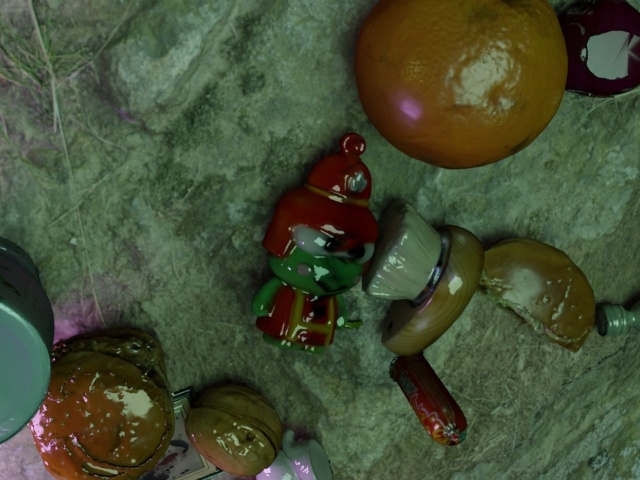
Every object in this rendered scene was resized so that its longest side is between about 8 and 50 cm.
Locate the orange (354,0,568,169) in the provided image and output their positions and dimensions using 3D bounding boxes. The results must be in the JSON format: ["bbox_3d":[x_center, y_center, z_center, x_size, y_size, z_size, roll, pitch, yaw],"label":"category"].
[{"bbox_3d":[0.205,-0.256,1.175,0.312,0.312,0.312,-5,110,-14],"label":"orange"}]

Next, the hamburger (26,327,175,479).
[{"bbox_3d":[-0.340,0.250,1.257,0.245,0.211,0.260,39,98,-15],"label":"hamburger"}]

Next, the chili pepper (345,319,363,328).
[{"bbox_3d":[0.039,0.139,1.425,0.083,0.017,0.030,35,95,-23],"label":"chili pepper"}]

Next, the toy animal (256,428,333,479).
[{"bbox_3d":[-0.092,0.433,1.461,0.221,0.131,0.104,-26,157,18],"label":"toy animal"}]

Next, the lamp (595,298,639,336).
[{"bbox_3d":[0.638,0.148,1.560,0.193,0.106,0.106,-3,110,-5],"label":"lamp"}]

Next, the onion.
[{"bbox_3d":[0.473,-0.346,1.322,0.195,0.140,0.218,4,104,-10],"label":"onion"}]

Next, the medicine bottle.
[{"bbox_3d":[-0.500,0.125,1.117,0.245,0.290,0.245,-6,110,-16],"label":"medicine bottle"}]

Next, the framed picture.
[{"bbox_3d":[-0.286,0.372,1.418,0.195,0.010,0.199,-21,113,-8],"label":"framed picture"}]

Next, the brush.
[{"bbox_3d":[0.148,0.077,1.361,0.166,0.174,0.266,21,113,-12],"label":"brush"}]

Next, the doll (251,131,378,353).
[{"bbox_3d":[0.000,0.001,1.287,0.182,0.160,0.363,14,102,-28],"label":"doll"}]

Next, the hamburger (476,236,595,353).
[{"bbox_3d":[0.386,0.080,1.436,0.283,0.144,0.156,35,96,-22],"label":"hamburger"}]

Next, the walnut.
[{"bbox_3d":[-0.142,0.327,1.376,0.144,0.144,0.180,-44,105,2],"label":"walnut"}]

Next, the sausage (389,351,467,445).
[{"bbox_3d":[0.193,0.277,1.385,0.083,0.264,0.083,-3,108,-11],"label":"sausage"}]
